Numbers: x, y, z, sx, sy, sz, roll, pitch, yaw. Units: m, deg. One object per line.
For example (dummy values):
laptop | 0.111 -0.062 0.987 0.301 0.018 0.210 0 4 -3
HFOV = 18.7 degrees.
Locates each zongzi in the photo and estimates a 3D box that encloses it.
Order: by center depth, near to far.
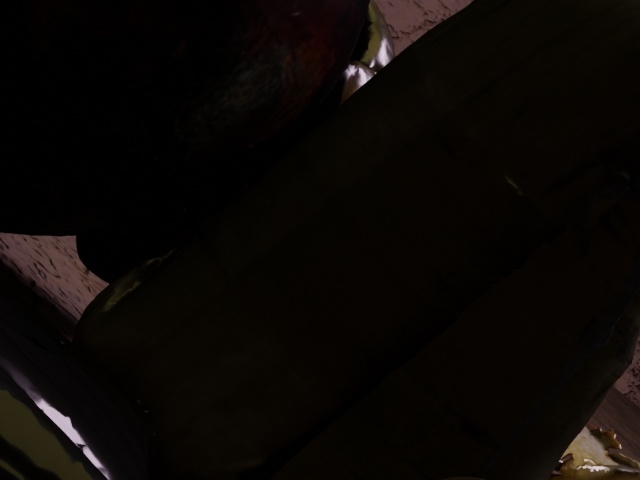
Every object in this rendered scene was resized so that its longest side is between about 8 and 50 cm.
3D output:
zongzi | 0.108 0.045 0.938 0.360 0.323 0.160 42 15 -50

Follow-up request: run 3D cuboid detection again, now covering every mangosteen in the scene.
mangosteen | -0.104 -0.129 0.941 0.359 0.306 0.306 46 1 -45

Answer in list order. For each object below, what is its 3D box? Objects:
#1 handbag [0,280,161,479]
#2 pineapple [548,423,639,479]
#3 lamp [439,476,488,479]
handbag | -0.145 0.025 0.608 0.247 0.080 0.223 40 6 -13
pineapple | 0.095 0.141 1.243 0.236 0.114 0.186 31 8 -6
lamp | 0.085 0.162 0.830 0.121 0.121 0.215 45 -5 30
